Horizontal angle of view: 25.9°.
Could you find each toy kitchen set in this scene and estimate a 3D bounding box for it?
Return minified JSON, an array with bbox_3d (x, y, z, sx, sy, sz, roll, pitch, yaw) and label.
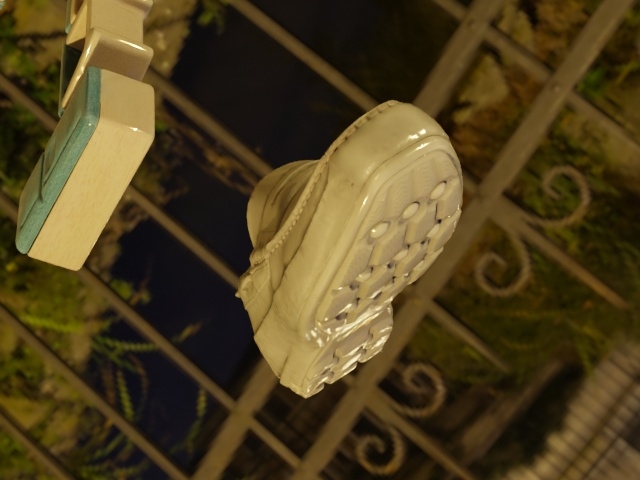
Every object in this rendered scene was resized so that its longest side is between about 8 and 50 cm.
[{"bbox_3d":[-0.204,-0.112,0.881,0.122,0.166,0.207,-55,-153,35],"label":"toy kitchen set"}]

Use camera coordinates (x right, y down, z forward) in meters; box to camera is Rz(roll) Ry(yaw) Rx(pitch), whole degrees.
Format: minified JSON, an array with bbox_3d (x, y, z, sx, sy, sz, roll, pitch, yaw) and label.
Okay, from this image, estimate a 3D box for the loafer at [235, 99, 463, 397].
[{"bbox_3d":[0.000,0.000,0.820,0.112,0.111,0.319,-31,166,-22],"label":"loafer"}]
